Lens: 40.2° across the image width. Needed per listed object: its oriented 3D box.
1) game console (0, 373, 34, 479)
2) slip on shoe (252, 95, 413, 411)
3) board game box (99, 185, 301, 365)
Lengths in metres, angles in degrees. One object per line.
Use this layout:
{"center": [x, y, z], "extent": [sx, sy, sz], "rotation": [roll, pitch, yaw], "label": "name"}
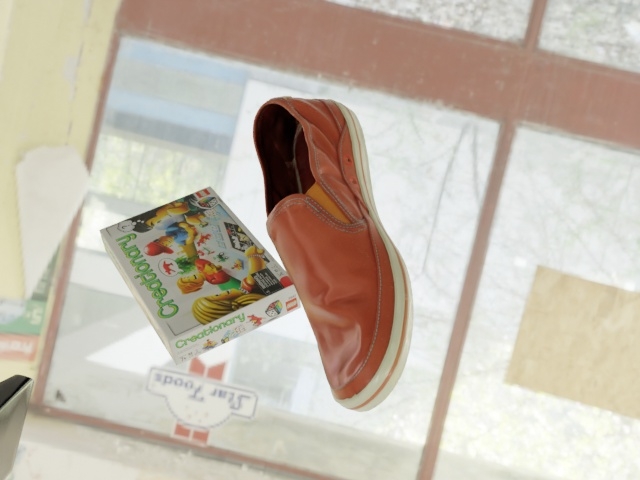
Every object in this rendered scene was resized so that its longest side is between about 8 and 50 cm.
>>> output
{"center": [-0.394, 0.332, 0.937], "extent": [0.043, 0.362, 0.213], "rotation": [17, -170, -2], "label": "game console"}
{"center": [0.000, 0.000, 0.795], "extent": [0.101, 0.332, 0.123], "rotation": [11, 142, -33], "label": "slip on shoe"}
{"center": [-0.184, 0.040, 1.285], "extent": [0.192, 0.053, 0.305], "rotation": [-24, -140, -19], "label": "board game box"}
